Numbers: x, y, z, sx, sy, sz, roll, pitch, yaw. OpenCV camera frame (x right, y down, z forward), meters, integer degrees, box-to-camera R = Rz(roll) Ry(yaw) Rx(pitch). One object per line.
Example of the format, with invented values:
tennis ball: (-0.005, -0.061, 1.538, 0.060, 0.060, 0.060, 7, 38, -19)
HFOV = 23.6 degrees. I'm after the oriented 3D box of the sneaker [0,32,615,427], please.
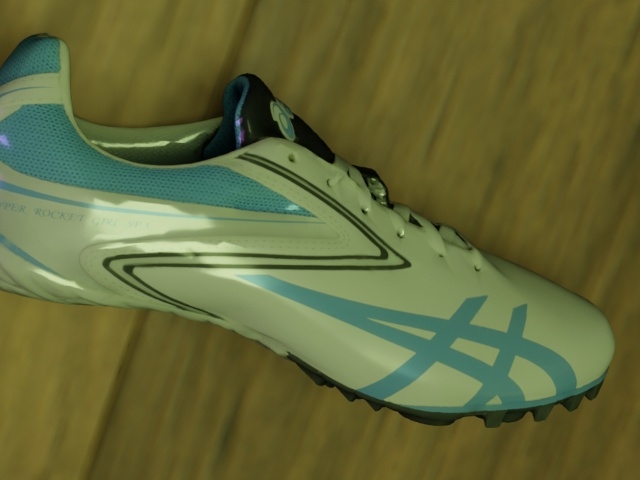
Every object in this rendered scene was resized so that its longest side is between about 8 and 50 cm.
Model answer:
sneaker: (0.000, 0.000, 0.495, 0.237, 0.085, 0.086, 17, 102, -21)
